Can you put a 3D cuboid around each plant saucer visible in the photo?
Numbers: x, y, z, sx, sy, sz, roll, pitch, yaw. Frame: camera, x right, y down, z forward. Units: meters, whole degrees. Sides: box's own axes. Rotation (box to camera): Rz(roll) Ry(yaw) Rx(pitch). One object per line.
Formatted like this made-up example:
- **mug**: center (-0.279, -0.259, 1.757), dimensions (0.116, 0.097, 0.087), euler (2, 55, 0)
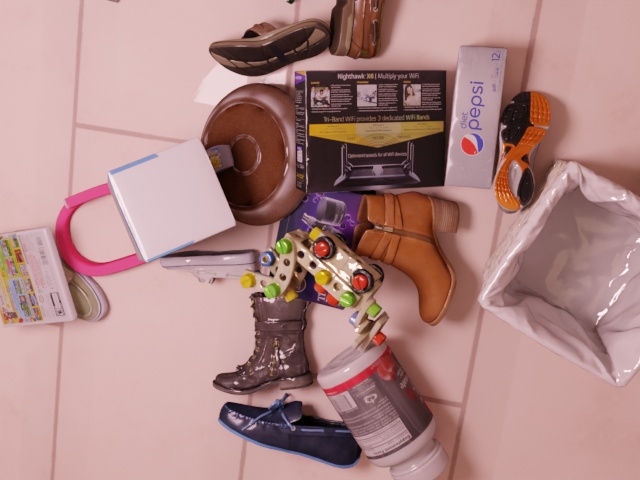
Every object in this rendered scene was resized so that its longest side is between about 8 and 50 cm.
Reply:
- **plant saucer**: center (-0.153, -0.185, 1.702), dimensions (0.311, 0.050, 0.310), euler (4, 97, 34)

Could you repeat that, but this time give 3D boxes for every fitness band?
- **fitness band**: center (-0.494, -0.028, 1.857), dimensions (0.291, 0.054, 0.209), euler (-17, 98, 15)

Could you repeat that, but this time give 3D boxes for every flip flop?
- **flip flop**: center (-0.106, -0.426, 1.681), dimensions (0.277, 0.112, 0.080), euler (-11, 59, 24)

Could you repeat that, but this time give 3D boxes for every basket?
- **basket**: center (0.532, 0.047, 1.559), dimensions (0.331, 0.266, 0.328), euler (32, 106, 4)

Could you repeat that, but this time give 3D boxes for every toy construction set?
- **toy construction set**: center (0.012, 0.098, 1.622), dimensions (0.328, 0.151, 0.215), euler (35, 114, 2)

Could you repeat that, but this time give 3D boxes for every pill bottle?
- **pill bottle**: center (0.146, 0.387, 1.750), dimensions (0.176, 0.176, 0.318), euler (-32, 94, 15)

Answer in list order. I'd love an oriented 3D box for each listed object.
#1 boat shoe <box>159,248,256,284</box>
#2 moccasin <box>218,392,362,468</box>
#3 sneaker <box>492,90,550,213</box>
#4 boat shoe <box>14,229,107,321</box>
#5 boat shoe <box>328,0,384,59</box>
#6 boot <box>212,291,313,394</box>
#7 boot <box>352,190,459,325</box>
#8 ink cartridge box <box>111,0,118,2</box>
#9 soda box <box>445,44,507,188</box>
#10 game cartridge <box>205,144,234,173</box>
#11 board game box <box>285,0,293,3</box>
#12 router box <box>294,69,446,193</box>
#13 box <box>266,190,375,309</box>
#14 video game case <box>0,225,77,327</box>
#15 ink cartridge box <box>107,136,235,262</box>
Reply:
- **boat shoe**: center (-0.259, 0.066, 1.813), dimensions (0.226, 0.083, 0.075), euler (-2, 100, 11)
- **moccasin**: center (-0.063, 0.422, 1.839), dimensions (0.342, 0.138, 0.116), euler (16, 100, -7)
- **sneaker**: center (0.405, -0.178, 1.631), dimensions (0.099, 0.121, 0.262), euler (15, 80, 9)
- **boat shoe**: center (-0.649, 0.095, 1.891), dimensions (0.302, 0.094, 0.109), euler (39, 106, 2)
- **boat shoe**: center (0.091, -0.529, 1.619), dimensions (0.104, 0.111, 0.307), euler (3, 113, -19)
- **boot**: center (-0.136, 0.232, 1.832), dimensions (0.263, 0.091, 0.229), euler (-7, 94, 9)
- **boot**: center (0.175, 0.037, 1.662), dimensions (0.220, 0.109, 0.283), euler (4, 99, -21)
- **ink cartridge box**: center (-0.526, -0.641, 1.717), dimensions (0.219, 0.092, 0.160), euler (25, 104, 5)
- **soda box**: center (0.319, -0.255, 1.629), dimensions (0.098, 0.091, 0.286), euler (5, 103, 9)
- **game cartridge**: center (-0.227, -0.176, 1.712), dimensions (0.083, 0.017, 0.056), euler (-19, 81, 33)
- **board game box**: center (-0.049, -0.689, 1.639), dimensions (0.213, 0.046, 0.317), euler (40, 106, 0)
- **router box**: center (0.103, -0.227, 1.615), dimensions (0.309, 0.081, 0.243), euler (-3, 102, -18)
- **box**: center (0.000, 0.000, 1.742), dimensions (0.184, 0.103, 0.261), euler (14, 104, 11)
- **video game case**: center (-0.685, 0.088, 1.835), dimensions (0.206, 0.026, 0.227), euler (-7, 105, 21)
- **ink cartridge box**: center (-0.324, -0.079, 1.672), dimensions (0.198, 0.270, 0.197), euler (-24, 95, -15)
